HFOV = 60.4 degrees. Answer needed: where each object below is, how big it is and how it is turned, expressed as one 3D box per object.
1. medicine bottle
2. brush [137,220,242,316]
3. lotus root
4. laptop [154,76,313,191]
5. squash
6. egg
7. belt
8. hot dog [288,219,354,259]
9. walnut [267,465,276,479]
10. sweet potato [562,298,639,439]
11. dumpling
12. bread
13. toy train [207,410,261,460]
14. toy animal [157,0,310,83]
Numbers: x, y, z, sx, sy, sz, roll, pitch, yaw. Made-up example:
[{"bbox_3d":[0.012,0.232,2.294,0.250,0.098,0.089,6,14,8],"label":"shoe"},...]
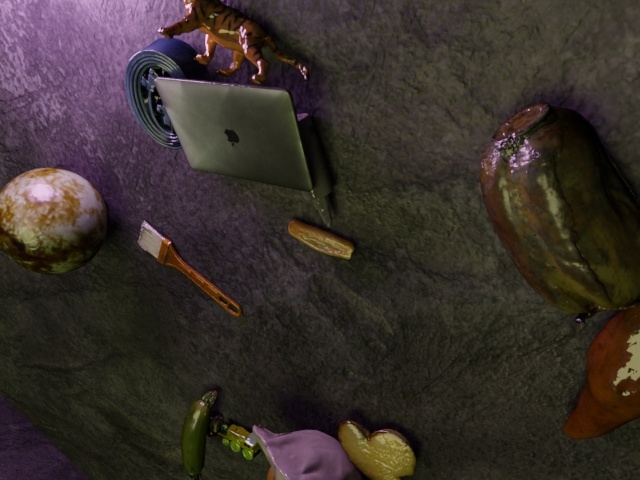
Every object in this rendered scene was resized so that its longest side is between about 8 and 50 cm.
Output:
[{"bbox_3d":[-0.014,-0.111,0.926,0.057,0.057,0.199,-1,120,35],"label":"medicine bottle"},{"bbox_3d":[-0.303,0.076,1.284,0.314,0.017,0.090,38,137,6],"label":"brush"},{"bbox_3d":[0.304,-0.035,0.691,0.275,0.160,0.152,60,156,-13],"label":"lotus root"},{"bbox_3d":[-0.141,-0.173,0.898,0.269,0.015,0.188,13,138,27],"label":"laptop"},{"bbox_3d":[-0.348,0.545,1.535,0.080,0.071,0.319,10,111,-9],"label":"squash"},{"bbox_3d":[-0.620,-0.035,1.271,0.238,0.238,0.289,42,142,3],"label":"egg"},{"bbox_3d":[-0.265,-0.257,0.977,0.141,0.082,0.190,14,132,14],"label":"belt"},{"bbox_3d":[0.001,0.000,1.011,0.137,0.028,0.044,20,104,19],"label":"hot dog"},{"bbox_3d":[-0.064,0.642,1.426,0.144,0.144,0.180,6,127,31],"label":"walnut"},{"bbox_3d":[0.438,0.187,0.786,0.112,0.112,0.359,17,125,25],"label":"sweet potato"},{"bbox_3d":[-0.006,0.538,1.244,0.341,0.181,0.260,58,171,3],"label":"dumpling"},{"bbox_3d":[0.130,0.454,1.218,0.187,0.065,0.149,40,123,10],"label":"bread"},{"bbox_3d":[-0.275,0.538,1.559,0.249,0.053,0.085,18,120,26],"label":"toy train"},{"bbox_3d":[-0.121,-0.310,0.850,0.255,0.114,0.116,29,93,4],"label":"toy animal"}]
